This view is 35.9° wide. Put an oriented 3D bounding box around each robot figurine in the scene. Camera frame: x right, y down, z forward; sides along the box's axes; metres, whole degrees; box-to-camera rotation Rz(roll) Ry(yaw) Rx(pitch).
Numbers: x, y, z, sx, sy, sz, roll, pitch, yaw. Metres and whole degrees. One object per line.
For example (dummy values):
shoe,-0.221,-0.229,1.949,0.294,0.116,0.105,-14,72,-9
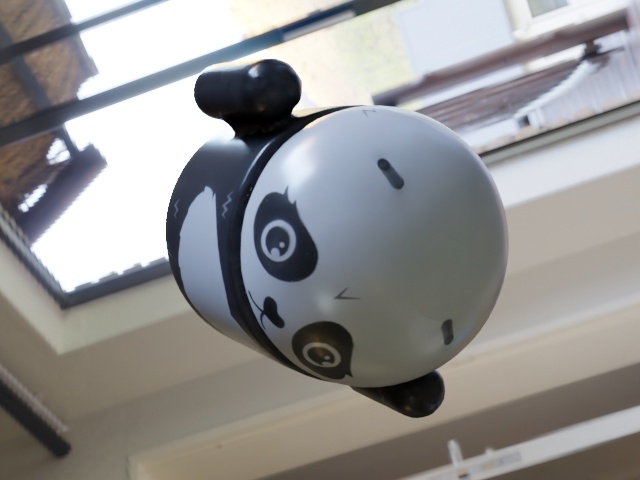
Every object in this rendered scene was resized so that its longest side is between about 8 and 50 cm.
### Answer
robot figurine,-0.003,0.000,0.642,0.278,0.209,0.173,11,79,65
